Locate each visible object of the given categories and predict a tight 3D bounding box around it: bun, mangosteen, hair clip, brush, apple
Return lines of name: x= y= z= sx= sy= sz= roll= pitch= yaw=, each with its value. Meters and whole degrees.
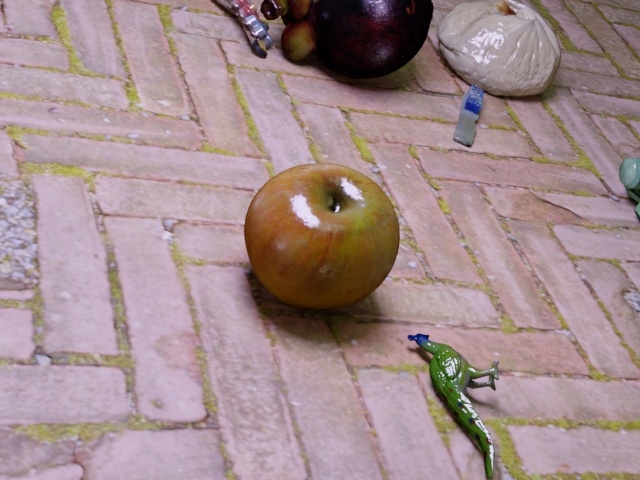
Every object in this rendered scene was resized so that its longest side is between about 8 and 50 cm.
bun: x=0.303 y=-0.343 z=2.156 sx=0.220 sy=0.134 sz=0.220 roll=13 pitch=36 yaw=-10
mangosteen: x=0.040 y=-0.357 z=1.943 sx=0.265 sy=0.228 sz=0.228 roll=-1 pitch=37 yaw=-10
hair clip: x=-0.121 y=-0.362 z=1.999 sx=0.062 sy=0.056 sz=0.214 roll=37 pitch=11 yaw=-50
brush: x=0.236 y=-0.198 z=1.998 sx=0.033 sy=0.030 sz=0.178 roll=31 pitch=31 yaw=-5
apple: x=0.000 y=0.000 z=1.441 sx=0.182 sy=0.155 sz=0.182 roll=12 pitch=47 yaw=-14

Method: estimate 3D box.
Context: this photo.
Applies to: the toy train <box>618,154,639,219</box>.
toy train: x=0.581 y=-0.075 z=1.937 sx=0.243 sy=0.132 sz=0.188 roll=1 pitch=42 yaw=-27

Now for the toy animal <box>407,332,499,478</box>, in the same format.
toy animal: x=0.169 y=0.169 z=1.389 sx=0.075 sy=0.041 sz=0.217 roll=-12 pitch=44 yaw=-17
